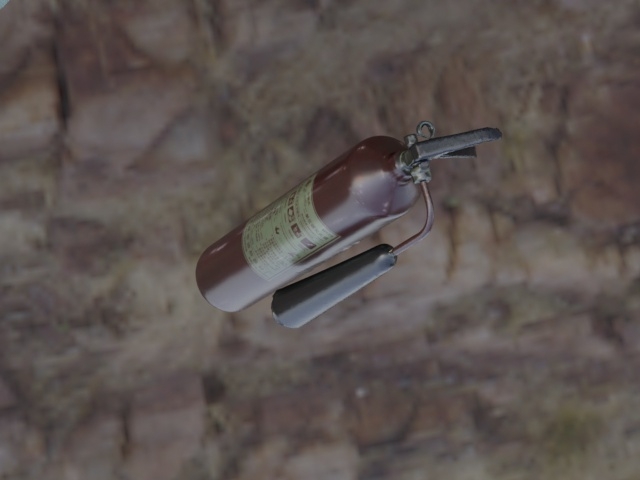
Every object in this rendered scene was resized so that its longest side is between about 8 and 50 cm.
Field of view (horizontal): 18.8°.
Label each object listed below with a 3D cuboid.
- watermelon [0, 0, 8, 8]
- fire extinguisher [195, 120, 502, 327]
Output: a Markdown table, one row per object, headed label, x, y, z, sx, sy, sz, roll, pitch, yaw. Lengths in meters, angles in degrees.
| label | x | y | z | sx | sy | sz | roll | pitch | yaw |
| --- | --- | --- | --- | --- | --- | --- | --- | --- | --- |
| watermelon | -0.268 | -0.186 | 0.883 | 0.320 | 0.213 | 0.289 | 18 | -170 | -23 |
| fire extinguisher | 0.000 | 0.000 | 0.679 | 0.035 | 0.049 | 0.173 | 31 | 153 | -15 |
